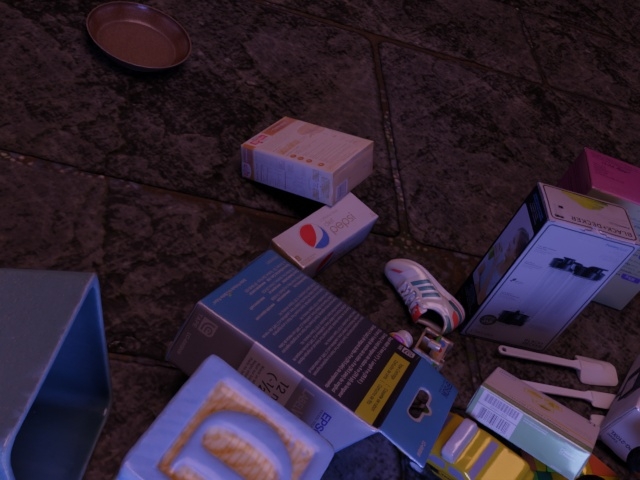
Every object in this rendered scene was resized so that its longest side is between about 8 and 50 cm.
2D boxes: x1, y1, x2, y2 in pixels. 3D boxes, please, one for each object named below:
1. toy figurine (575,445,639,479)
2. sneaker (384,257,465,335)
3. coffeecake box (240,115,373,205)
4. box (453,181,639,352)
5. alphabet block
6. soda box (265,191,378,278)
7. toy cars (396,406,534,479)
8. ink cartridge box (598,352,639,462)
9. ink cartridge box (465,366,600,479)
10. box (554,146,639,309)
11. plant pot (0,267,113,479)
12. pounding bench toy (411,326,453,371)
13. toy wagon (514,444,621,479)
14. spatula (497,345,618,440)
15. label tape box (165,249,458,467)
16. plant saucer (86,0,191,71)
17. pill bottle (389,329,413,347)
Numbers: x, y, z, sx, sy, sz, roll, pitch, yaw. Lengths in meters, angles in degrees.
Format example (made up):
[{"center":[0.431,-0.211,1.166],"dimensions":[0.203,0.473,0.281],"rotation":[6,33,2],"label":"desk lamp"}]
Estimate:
[{"center":[0.465,0.336,1.194],"dimensions":[0.210,0.213,0.148],"rotation":[-19,74,-38],"label":"toy figurine"},{"center":[0.163,0.094,1.488],"dimensions":[0.161,0.057,0.075],"rotation":[42,38,11],"label":"sneaker"},{"center":[-0.023,-0.142,1.567],"dimensions":[0.186,0.068,0.142],"rotation":[19,37,26],"label":"coffeecake box"},{"center":[0.359,0.051,1.461],"dimensions":[0.169,0.290,0.087],"rotation":[13,44,-15],"label":"box"},{"center":[-0.132,0.289,1.026],"dimensions":[0.192,0.197,0.193],"rotation":[39,42,2],"label":"alphabet block"},{"center":[0.000,0.000,1.488],"dimensions":[0.074,0.069,0.216],"rotation":[41,44,14],"label":"soda box"},{"center":[0.208,0.366,1.173],"dimensions":[0.177,0.087,0.393],"rotation":[-15,49,5],"label":"toy cars"},{"center":[0.582,0.287,1.478],"dimensions":[0.172,0.100,0.237],"rotation":[43,43,7],"label":"ink cartridge box"},{"center":[0.321,0.249,1.317],"dimensions":[0.171,0.056,0.235],"rotation":[31,17,17],"label":"ink cartridge box"},{"center":[0.517,-0.017,1.645],"dimensions":[0.214,0.243,0.117],"rotation":[18,43,-10],"label":"box"},{"center":[-0.396,0.177,0.990],"dimensions":[0.252,0.247,0.247],"rotation":[10,43,4],"label":"plant pot"},{"center":[0.174,0.168,1.403],"dimensions":[0.052,0.083,0.065],"rotation":[33,43,6],"label":"pounding bench toy"},{"center":[0.359,0.440,1.246],"dimensions":[0.267,0.068,0.344],"rotation":[9,45,-19],"label":"toy wagon"},{"center":[0.406,0.251,1.497],"dimensions":[0.242,0.019,0.168],"rotation":[12,50,-16],"label":"spatula"},{"center":[0.000,0.180,1.232],"dimensions":[0.348,0.115,0.249],"rotation":[37,24,7],"label":"label tape box"},{"center":[-0.344,-0.378,1.702],"dimensions":[0.199,0.036,0.198],"rotation":[15,43,-15],"label":"plant saucer"},{"center":[0.108,0.170,1.396],"dimensions":[0.043,0.043,0.083],"rotation":[43,44,16],"label":"pill bottle"}]
